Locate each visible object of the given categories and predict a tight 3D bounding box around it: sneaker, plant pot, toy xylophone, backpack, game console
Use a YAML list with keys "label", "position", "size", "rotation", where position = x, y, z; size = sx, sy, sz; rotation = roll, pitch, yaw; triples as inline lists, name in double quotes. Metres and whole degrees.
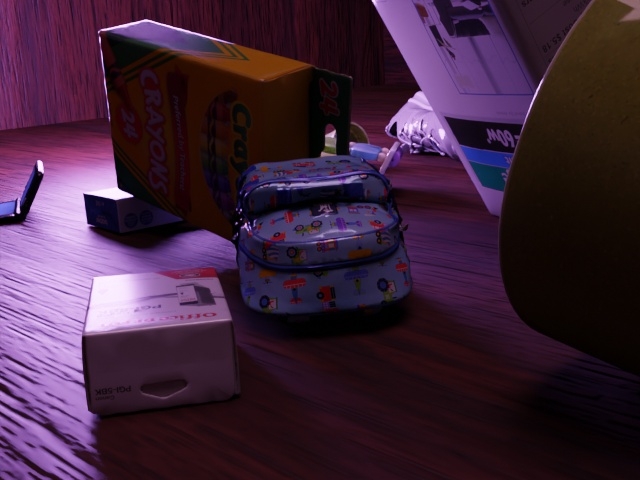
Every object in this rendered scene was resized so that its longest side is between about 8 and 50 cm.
- label: "sneaker"
  position: [0.203, -0.191, 1.503]
  size: [0.115, 0.105, 0.281]
  rotation: [-38, 21, 4]
- label: "plant pot"
  position: [0.029, -0.160, 1.406]
  size: [0.083, 0.083, 0.079]
  rotation: [-15, 6, -39]
- label: "toy xylophone"
  position: [-0.039, -0.138, 1.211]
  size: [0.322, 0.081, 0.236]
  rotation: [11, 13, -2]
- label: "backpack"
  position: [0.000, 0.000, 0.694]
  size: [0.158, 0.117, 0.173]
  rotation: [-4, 17, -3]
- label: "plant pot"
  position: [0.295, 0.000, 0.414]
  size: [0.274, 0.275, 0.293]
  rotation: [-13, 32, -35]
- label: "game console"
  position: [-0.444, -0.068, 1.138]
  size: [0.071, 0.107, 0.122]
  rotation: [22, 5, -24]

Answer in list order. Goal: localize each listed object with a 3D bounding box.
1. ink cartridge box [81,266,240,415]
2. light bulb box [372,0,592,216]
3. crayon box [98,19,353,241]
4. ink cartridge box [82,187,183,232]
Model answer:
- label: "ink cartridge box"
  position: [-0.114, 0.065, 0.574]
  size: [0.099, 0.056, 0.135]
  rotation: [-5, 14, -12]
- label: "light bulb box"
  position: [0.297, -0.249, 0.874]
  size: [0.358, 0.361, 0.225]
  rotation: [-39, 25, -13]
- label: "crayon box"
  position: [-0.111, -0.114, 0.892]
  size: [0.318, 0.202, 0.081]
  rotation: [22, 35, 35]
- label: "ink cartridge box"
  position: [-0.200, -0.055, 1.081]
  size: [0.207, 0.046, 0.097]
  rotation: [-15, 17, -38]
